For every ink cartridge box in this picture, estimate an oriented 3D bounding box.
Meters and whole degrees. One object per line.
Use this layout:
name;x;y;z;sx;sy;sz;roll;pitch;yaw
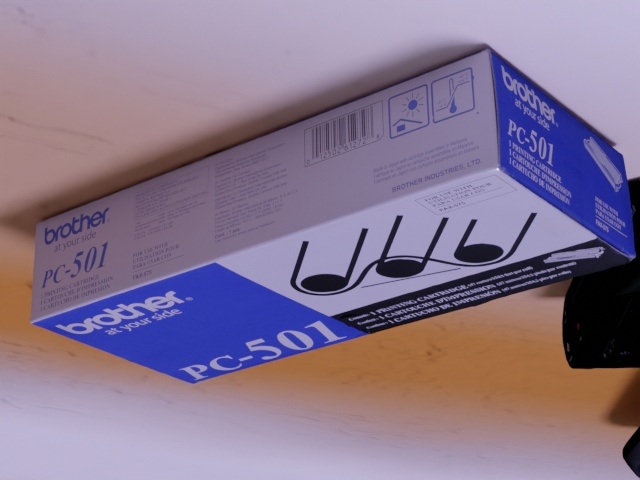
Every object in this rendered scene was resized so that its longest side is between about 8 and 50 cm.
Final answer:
ink cartridge box;0.000;0.000;0.542;0.207;0.046;0.097;-18;151;32

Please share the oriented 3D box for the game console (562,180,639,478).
game console;0.214;0.059;0.709;0.213;0.044;0.361;0;156;-1
